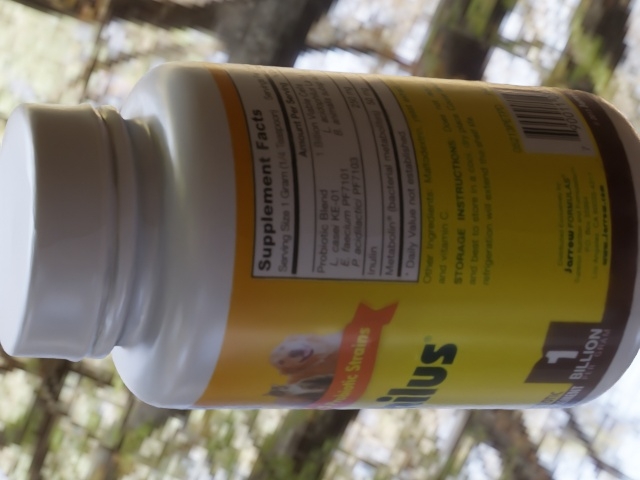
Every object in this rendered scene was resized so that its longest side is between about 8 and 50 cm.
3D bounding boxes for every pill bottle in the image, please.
[{"bbox_3d":[0.000,0.000,0.603,0.215,0.117,0.117,2,-152,-20],"label":"pill bottle"}]
